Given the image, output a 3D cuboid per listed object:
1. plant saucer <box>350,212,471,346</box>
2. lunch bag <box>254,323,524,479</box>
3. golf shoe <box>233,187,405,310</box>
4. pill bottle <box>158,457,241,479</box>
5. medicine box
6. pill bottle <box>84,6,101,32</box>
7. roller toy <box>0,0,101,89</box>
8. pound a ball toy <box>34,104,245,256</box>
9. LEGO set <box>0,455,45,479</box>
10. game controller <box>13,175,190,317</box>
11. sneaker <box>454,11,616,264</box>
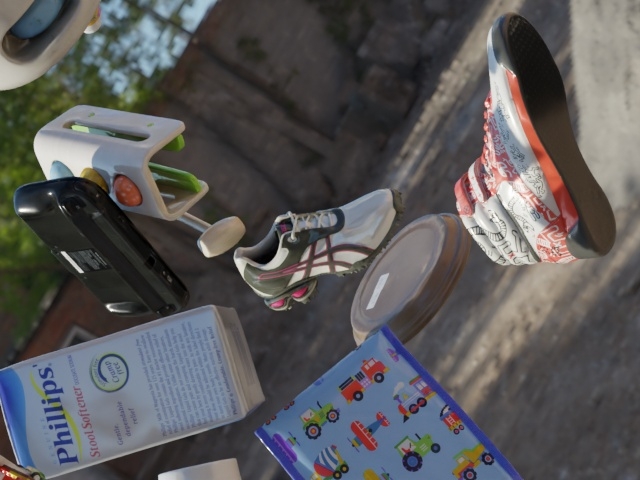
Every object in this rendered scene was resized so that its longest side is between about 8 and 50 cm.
[{"bbox_3d":[0.139,0.064,2.115,0.278,0.041,0.278,-45,22,24],"label":"plant saucer"},{"bbox_3d":[0.099,0.293,1.632,0.221,0.293,0.138,-39,-32,-7],"label":"lunch bag"},{"bbox_3d":[0.000,0.000,1.923,0.273,0.120,0.105,-35,37,16],"label":"golf shoe"},{"bbox_3d":[-0.167,0.517,2.051,0.176,0.176,0.319,133,126,-74],"label":"pill bottle"},{"bbox_3d":[-0.238,0.193,1.682,0.289,0.149,0.263,-18,-4,1],"label":"medicine box"},{"bbox_3d":[-0.316,-0.308,1.704,0.043,0.043,0.083,-61,-16,-16],"label":"pill bottle"},{"bbox_3d":[-0.299,-0.243,1.195,0.209,0.146,0.191,-13,55,35],"label":"roller toy"},{"bbox_3d":[-0.293,-0.079,2.024,0.136,0.319,0.208,-43,-50,-33],"label":"pound a ball toy"},{"bbox_3d":[-0.278,0.252,1.257,0.060,0.244,0.182,-59,-2,-19],"label":"LEGO set"},{"bbox_3d":[-0.337,0.016,2.000,0.166,0.319,0.067,1,52,35],"label":"game controller"},{"bbox_3d":[0.188,-0.091,1.320,0.145,0.270,0.090,-10,24,40],"label":"sneaker"}]
